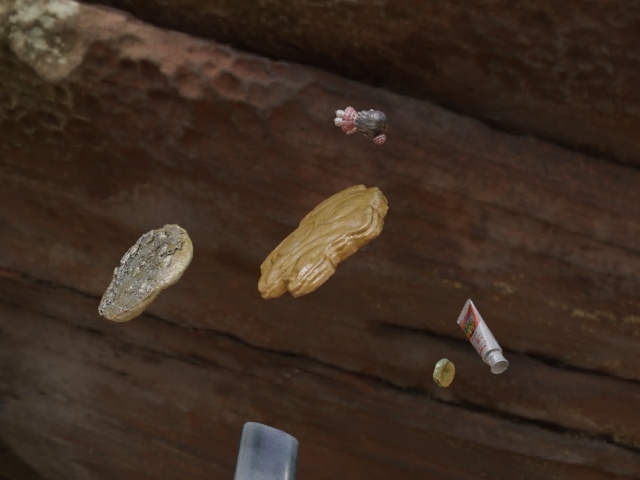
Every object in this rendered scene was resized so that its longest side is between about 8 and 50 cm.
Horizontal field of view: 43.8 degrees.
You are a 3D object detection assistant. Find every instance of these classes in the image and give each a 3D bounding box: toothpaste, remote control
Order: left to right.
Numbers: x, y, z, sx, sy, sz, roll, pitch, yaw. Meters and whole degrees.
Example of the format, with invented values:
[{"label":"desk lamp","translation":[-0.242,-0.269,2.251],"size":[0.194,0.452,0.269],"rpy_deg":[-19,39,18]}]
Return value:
[{"label":"remote control","translation":[-0.091,0.435,1.192],"size":[0.107,0.378,0.044],"rpy_deg":[20,-57,-11]},{"label":"toothpaste","translation":[0.445,0.268,2.199],"size":[0.057,0.234,0.089],"rpy_deg":[7,-57,-23]}]

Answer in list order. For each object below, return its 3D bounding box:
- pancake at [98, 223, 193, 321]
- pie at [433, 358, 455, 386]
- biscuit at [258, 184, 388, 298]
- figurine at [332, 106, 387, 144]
[{"label":"pancake","translation":[-0.411,0.074,1.869],"size":[0.282,0.282,0.049],"rpy_deg":[-14,-51,37]},{"label":"pie","translation":[0.344,0.370,2.216],"size":[0.084,0.084,0.020],"rpy_deg":[25,-11,-41]},{"label":"biscuit","translation":[-0.003,-0.004,1.428],"size":[0.269,0.376,0.051],"rpy_deg":[-32,-74,20]},{"label":"figurine","translation":[0.088,-0.257,1.761],"size":[0.129,0.072,0.054],"rpy_deg":[14,-4,24]}]
